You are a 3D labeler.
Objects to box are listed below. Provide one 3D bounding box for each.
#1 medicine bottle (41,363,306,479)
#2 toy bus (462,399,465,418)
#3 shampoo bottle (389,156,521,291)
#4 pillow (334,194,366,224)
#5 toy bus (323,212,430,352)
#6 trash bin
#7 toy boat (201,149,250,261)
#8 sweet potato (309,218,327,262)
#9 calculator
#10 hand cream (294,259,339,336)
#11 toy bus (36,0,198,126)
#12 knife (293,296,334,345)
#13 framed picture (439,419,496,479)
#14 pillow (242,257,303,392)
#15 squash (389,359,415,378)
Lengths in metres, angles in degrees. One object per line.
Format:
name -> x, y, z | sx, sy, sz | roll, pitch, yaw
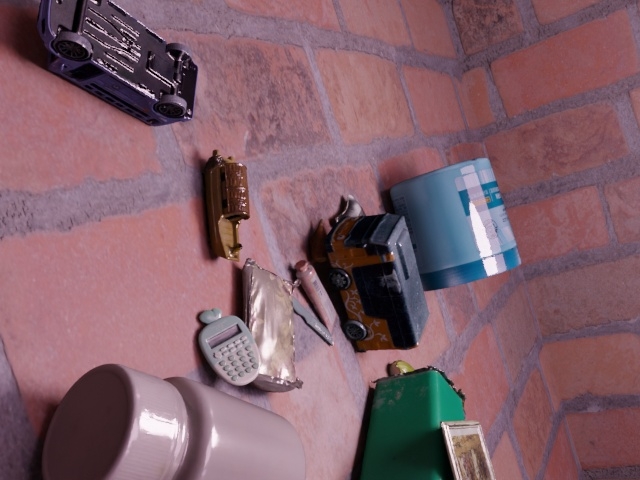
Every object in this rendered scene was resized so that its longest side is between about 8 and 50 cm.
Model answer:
medicine bottle -> -0.196, 0.310, 0.857 | 0.339, 0.208, 0.208 | 38, 46, -43
toy bus -> 0.368, 0.533, 1.765 | 0.103, 0.091, 0.182 | 46, 43, -38
shampoo bottle -> 0.412, -0.050, 1.866 | 0.331, 0.331, 0.343 | -15, 88, -59
pillow -> 0.083, -0.055, 1.610 | 0.091, 0.055, 0.136 | 32, 39, -6
toy bus -> 0.143, 0.104, 1.471 | 0.162, 0.194, 0.323 | -52, 130, -53
trash bin -> 0.218, 0.509, 1.404 | 0.295, 0.259, 0.381 | 50, 32, -34
toy boat -> -0.179, -0.069, 1.167 | 0.068, 0.088, 0.226 | 18, 61, -55
sweet potato -> 0.000, 0.000, 1.455 | 0.049, 0.049, 0.117 | 31, 55, -48
calculator -> -0.167, 0.190, 1.085 | 0.095, 0.021, 0.153 | -27, 76, -32
hand cream -> -0.004, 0.132, 1.404 | 0.210, 0.043, 0.067 | 63, 31, -31
toy bus -> -0.336, -0.298, 0.978 | 0.292, 0.133, 0.125 | 27, 60, -53
knife -> -0.026, 0.179, 1.369 | 0.210, 0.015, 0.028 | 48, 33, -37
framed picture -> 0.344, 0.509, 1.341 | 0.274, 0.017, 0.217 | 24, 49, -58
pillow -> -0.104, 0.175, 1.201 | 0.169, 0.059, 0.255 | 22, 56, -40
squash -> 0.263, 0.410, 1.673 | 0.239, 0.069, 0.069 | 51, 38, -33
